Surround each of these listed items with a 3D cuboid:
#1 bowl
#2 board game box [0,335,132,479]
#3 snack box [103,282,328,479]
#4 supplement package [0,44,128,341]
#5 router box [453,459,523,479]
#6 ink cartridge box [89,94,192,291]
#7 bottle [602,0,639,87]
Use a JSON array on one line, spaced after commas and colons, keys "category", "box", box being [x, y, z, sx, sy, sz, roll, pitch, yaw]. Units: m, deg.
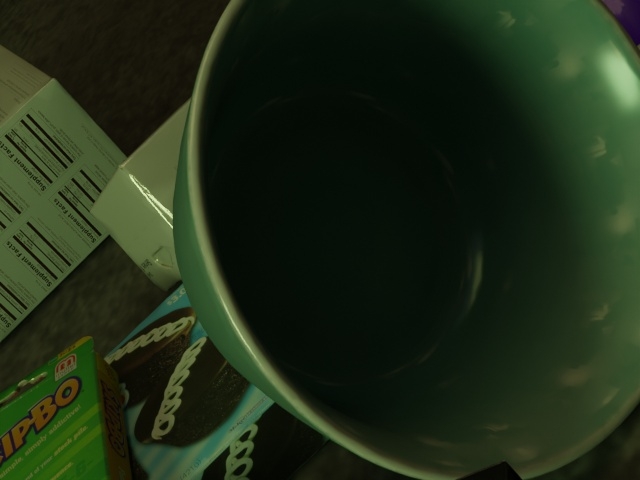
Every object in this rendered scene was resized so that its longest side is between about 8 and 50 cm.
[{"category": "bowl", "box": [0.039, -0.013, 0.815, 0.312, 0.311, 0.163, -58, 16, -26]}, {"category": "board game box", "box": [-0.175, 0.173, 0.894, 0.124, 0.039, 0.259, -33, 37, 9]}, {"category": "snack box", "box": [-0.156, 0.182, 0.953, 0.322, 0.060, 0.187, -44, 32, -6]}, {"category": "supplement package", "box": [-0.298, -0.047, 1.296, 0.203, 0.149, 0.194, -45, 32, -8]}, {"category": "router box", "box": [0.092, 0.261, 0.429, 0.081, 0.243, 0.309, -26, 35, 21]}, {"category": "ink cartridge box", "box": [-0.061, -0.077, 1.075, 0.219, 0.092, 0.160, -46, 4, -21]}, {"category": "bottle", "box": [0.192, -0.163, 0.963, 0.092, 0.118, 0.283, -32, 32, 12]}]
